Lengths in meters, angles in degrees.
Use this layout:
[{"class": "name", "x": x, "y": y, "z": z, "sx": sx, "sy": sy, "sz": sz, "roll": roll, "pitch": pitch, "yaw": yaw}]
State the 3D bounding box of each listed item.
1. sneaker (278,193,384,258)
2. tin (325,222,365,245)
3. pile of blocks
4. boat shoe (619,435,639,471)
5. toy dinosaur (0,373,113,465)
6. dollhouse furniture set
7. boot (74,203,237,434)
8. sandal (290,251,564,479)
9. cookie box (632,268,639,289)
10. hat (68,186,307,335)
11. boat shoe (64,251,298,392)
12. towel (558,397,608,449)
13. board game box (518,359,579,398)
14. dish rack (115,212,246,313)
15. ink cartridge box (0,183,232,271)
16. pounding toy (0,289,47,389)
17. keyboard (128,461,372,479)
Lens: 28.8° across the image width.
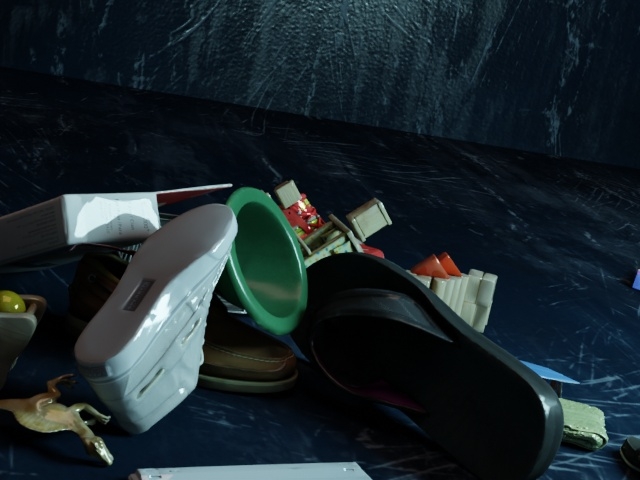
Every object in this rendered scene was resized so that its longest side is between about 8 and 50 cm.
[{"class": "sneaker", "x": -0.027, "y": -0.014, "z": 1.996, "sx": 0.279, "sy": 0.118, "sz": 0.107, "roll": 16, "pitch": 16, "yaw": 18}, {"class": "tin", "x": 0.000, "y": 0.000, "z": 2.135, "sx": 0.106, "sy": 0.040, "sz": 0.190, "roll": 4, "pitch": 16, "yaw": -41}, {"class": "pile of blocks", "x": 0.121, "y": 0.067, "z": 1.820, "sx": 0.362, "sy": 0.112, "sz": 0.149, "roll": -2, "pitch": 20, "yaw": -43}, {"class": "boat shoe", "x": 0.393, "y": 0.258, "z": 1.452, "sx": 0.049, "sy": 0.042, "sz": 0.133, "roll": 5, "pitch": 14, "yaw": -15}, {"class": "toy dinosaur", "x": -0.279, "y": 0.169, "z": 1.246, "sx": 0.183, "sy": 0.053, "sz": 0.092, "roll": 15, "pitch": 16, "yaw": 12}, {"class": "dollhouse furniture set", "x": 0.007, "y": -0.034, "z": 1.864, "sx": 0.182, "sy": 0.161, "sz": 0.101, "roll": -33, "pitch": 25, "yaw": -6}, {"class": "boot", "x": -0.160, "y": 0.083, "z": 1.338, "sx": 0.095, "sy": 0.123, "sz": 0.258, "roll": 11, "pitch": 48, "yaw": 33}, {"class": "sandal", "x": 0.087, "y": 0.130, "z": 1.443, "sx": 0.107, "sy": 0.167, "sz": 0.446, "roll": 4, "pitch": 17, "yaw": -42}, {"class": "cookie box", "x": 0.645, "y": 0.077, "z": 2.322, "sx": 0.092, "sy": 0.040, "sz": 0.107, "roll": 20, "pitch": 18, "yaw": 28}, {"class": "hat", "x": -0.143, "y": 0.035, "z": 1.498, "sx": 0.184, "sy": 0.208, "sz": 0.173, "roll": -17, "pitch": 21, "yaw": 27}, {"class": "boat shoe", "x": -0.168, "y": 0.097, "z": 1.499, "sx": 0.307, "sy": 0.104, "sz": 0.111, "roll": 15, "pitch": 14, "yaw": 12}, {"class": "towel", "x": 0.280, "y": 0.218, "z": 1.543, "sx": 0.148, "sy": 0.027, "sz": 0.110, "roll": 12, "pitch": 14, "yaw": 7}, {"class": "board game box", "x": 0.257, "y": 0.180, "z": 1.647, "sx": 0.133, "sy": 0.033, "sz": 0.169, "roll": 13, "pitch": 1, "yaw": -12}, {"class": "dish rack", "x": -0.187, "y": 0.033, "z": 1.790, "sx": 0.208, "sy": 0.074, "sz": 0.271, "roll": 6, "pitch": 16, "yaw": -18}, {"class": "ink cartridge box", "x": -0.299, "y": -0.012, "z": 1.631, "sx": 0.261, "sy": 0.066, "sz": 0.296, "roll": -6, "pitch": -4, "yaw": -43}, {"class": "pounding toy", "x": -0.432, "y": 0.058, "z": 1.346, "sx": 0.270, "sy": 0.154, "sz": 0.155, "roll": 11, "pitch": 15, "yaw": -5}, {"class": "keyboard", "x": -0.057, "y": 0.243, "z": 1.225, "sx": 0.256, "sy": 0.014, "sz": 0.072, "roll": 3, "pitch": 22, "yaw": -28}]
